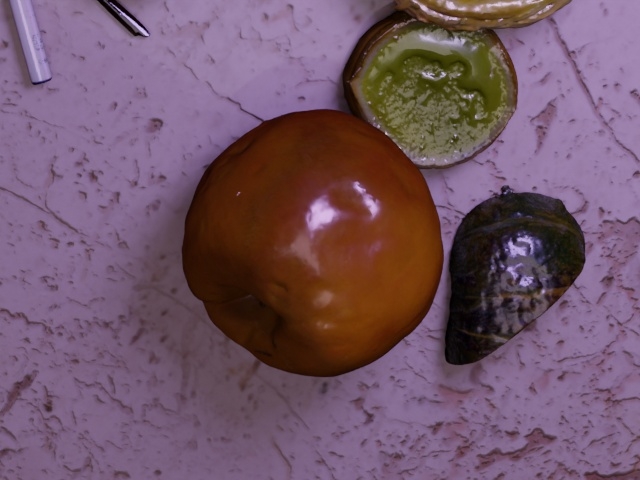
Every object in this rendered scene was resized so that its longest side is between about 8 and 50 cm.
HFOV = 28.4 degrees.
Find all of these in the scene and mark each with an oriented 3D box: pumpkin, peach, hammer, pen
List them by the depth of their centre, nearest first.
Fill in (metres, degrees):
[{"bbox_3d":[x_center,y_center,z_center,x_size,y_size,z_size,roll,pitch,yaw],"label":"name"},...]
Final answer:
[{"bbox_3d":[0.000,0.000,1.650,0.343,0.301,0.343,28,146,21],"label":"peach"},{"bbox_3d":[-0.398,-0.335,1.655,0.033,0.033,0.269,-11,111,3],"label":"pen"},{"bbox_3d":[-0.298,-0.325,1.670,0.178,0.021,0.065,41,105,-18],"label":"hammer"},{"bbox_3d":[0.239,0.049,1.778,0.278,0.111,0.163,-40,102,13],"label":"pumpkin"}]

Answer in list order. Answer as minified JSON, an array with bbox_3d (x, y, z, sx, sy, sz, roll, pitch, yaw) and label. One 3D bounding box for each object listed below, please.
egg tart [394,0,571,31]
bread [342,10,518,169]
[{"bbox_3d":[0.204,-0.430,1.581,0.345,0.132,0.345,-1,110,-2],"label":"egg tart"},{"bbox_3d":[0.147,-0.207,1.698,0.236,0.070,0.236,-1,112,-1],"label":"bread"}]
